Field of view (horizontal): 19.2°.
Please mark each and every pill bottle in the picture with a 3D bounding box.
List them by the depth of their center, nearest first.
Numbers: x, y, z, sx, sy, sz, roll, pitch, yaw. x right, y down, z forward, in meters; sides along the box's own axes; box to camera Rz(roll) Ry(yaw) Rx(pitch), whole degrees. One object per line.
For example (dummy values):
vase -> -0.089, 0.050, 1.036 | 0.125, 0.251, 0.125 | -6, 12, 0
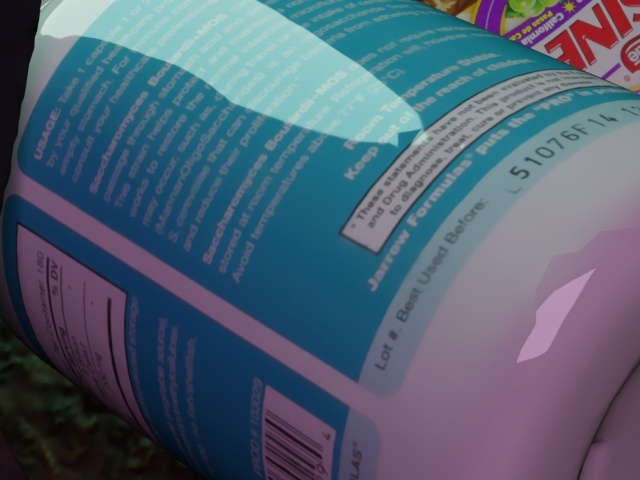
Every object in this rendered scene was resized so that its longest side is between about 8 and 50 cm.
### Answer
pill bottle -> 0.000, 0.000, 0.531 | 0.264, 0.146, 0.146 | 30, 73, 40

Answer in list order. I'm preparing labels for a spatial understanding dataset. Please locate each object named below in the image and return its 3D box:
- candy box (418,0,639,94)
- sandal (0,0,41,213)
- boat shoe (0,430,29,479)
candy box -> 0.081, -0.069, 0.659 | 0.206, 0.027, 0.105 | -24, 75, -6
sandal -> -0.140, 0.094, 0.448 | 0.107, 0.167, 0.445 | 14, 99, 42
boat shoe -> -0.199, -0.033, 0.617 | 0.130, 0.132, 0.355 | -23, 80, -16
